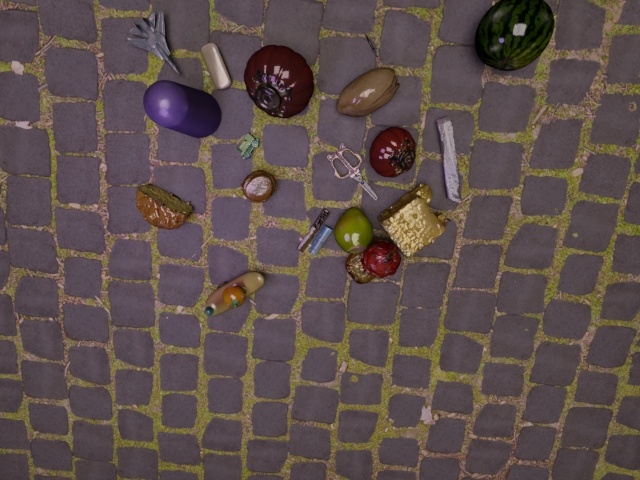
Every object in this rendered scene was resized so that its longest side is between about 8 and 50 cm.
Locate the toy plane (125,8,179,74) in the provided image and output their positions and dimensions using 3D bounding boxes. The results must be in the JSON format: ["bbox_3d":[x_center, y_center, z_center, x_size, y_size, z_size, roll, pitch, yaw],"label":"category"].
[{"bbox_3d":[-0.703,-0.849,1.796,0.212,0.088,0.267,-34,109,10],"label":"toy plane"}]

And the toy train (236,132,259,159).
[{"bbox_3d":[-0.337,-0.439,1.902,0.081,0.050,0.122,41,102,-4],"label":"toy train"}]

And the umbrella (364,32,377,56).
[{"bbox_3d":[0.224,-0.863,1.800,0.013,0.022,0.122,-26,92,33],"label":"umbrella"}]

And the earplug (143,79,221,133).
[{"bbox_3d":[-0.573,-0.543,1.676,0.215,0.456,0.215,0,101,2],"label":"earplug"}]

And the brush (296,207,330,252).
[{"bbox_3d":[-0.037,-0.046,1.999,0.043,0.036,0.248,35,102,-3],"label":"brush"}]

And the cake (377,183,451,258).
[{"bbox_3d":[0.434,-0.099,1.878,0.286,0.222,0.227,-37,102,9],"label":"cake"}]

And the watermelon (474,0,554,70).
[{"bbox_3d":[0.786,-0.840,1.657,0.286,0.285,0.284,0,104,1],"label":"watermelon"}]

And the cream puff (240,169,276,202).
[{"bbox_3d":[-0.290,-0.256,1.912,0.165,0.115,0.150,-5,111,-7],"label":"cream puff"}]

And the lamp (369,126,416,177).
[{"bbox_3d":[0.326,-0.389,1.813,0.227,0.227,0.226,0,104,1],"label":"lamp"}]

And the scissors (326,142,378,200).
[{"bbox_3d":[0.167,-0.311,1.934,0.160,0.024,0.317,-40,99,8],"label":"scissors"}]

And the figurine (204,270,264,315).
[{"bbox_3d":[-0.419,0.257,1.989,0.325,0.222,0.124,-30,99,9],"label":"figurine"}]

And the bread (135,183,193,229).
[{"bbox_3d":[-0.753,-0.147,1.936,0.261,0.160,0.147,27,111,-8],"label":"bread"}]

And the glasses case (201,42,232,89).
[{"bbox_3d":[-0.463,-0.775,1.821,0.083,0.050,0.196,-19,103,4],"label":"glasses case"}]

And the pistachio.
[{"bbox_3d":[0.203,-0.645,1.783,0.293,0.181,0.162,-31,139,12],"label":"pistachio"}]

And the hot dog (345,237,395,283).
[{"bbox_3d":[0.250,0.093,1.990,0.259,0.114,0.175,-36,96,5],"label":"hot dog"}]

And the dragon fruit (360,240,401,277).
[{"bbox_3d":[0.276,0.088,1.839,0.173,0.209,0.172,9,71,-27],"label":"dragon fruit"}]

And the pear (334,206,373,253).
[{"bbox_3d":[0.154,-0.050,1.924,0.188,0.187,0.219,-17,68,5],"label":"pear"}]

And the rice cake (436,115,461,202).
[{"bbox_3d":[0.597,-0.369,1.888,0.070,0.064,0.398,-8,104,13],"label":"rice cake"}]

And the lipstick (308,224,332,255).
[{"bbox_3d":[0.000,0.000,2.003,0.048,0.048,0.157,31,103,-6],"label":"lipstick"}]

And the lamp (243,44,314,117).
[{"bbox_3d":[-0.175,-0.670,1.729,0.303,0.257,0.303,15,143,12],"label":"lamp"}]
